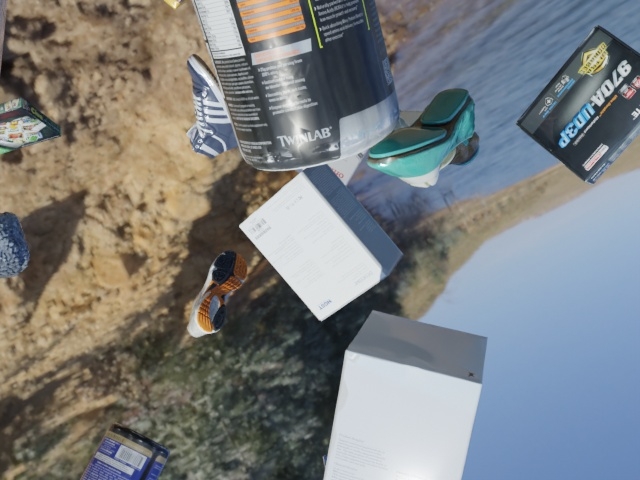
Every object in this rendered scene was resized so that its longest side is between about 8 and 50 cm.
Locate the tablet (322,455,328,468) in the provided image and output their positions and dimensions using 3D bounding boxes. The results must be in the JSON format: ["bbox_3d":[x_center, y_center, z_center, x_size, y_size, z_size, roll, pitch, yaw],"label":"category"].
[{"bbox_3d":[0.035,0.519,1.671,0.006,0.054,0.083,-62,-159,26],"label":"tablet"}]

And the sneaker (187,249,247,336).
[{"bbox_3d":[-0.285,0.139,1.965,0.121,0.099,0.262,-32,-153,47],"label":"sneaker"}]

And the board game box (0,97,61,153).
[{"bbox_3d":[-0.719,-0.237,1.635,0.259,0.030,0.136,-12,159,15],"label":"board game box"}]

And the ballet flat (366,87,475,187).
[{"bbox_3d":[0.142,-0.119,0.970,0.083,0.087,0.247,6,-149,33],"label":"ballet flat"}]

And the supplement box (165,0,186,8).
[{"bbox_3d":[-0.322,-0.660,1.646,0.194,0.191,0.129,-44,-167,30],"label":"supplement box"}]

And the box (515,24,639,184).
[{"bbox_3d":[0.482,-0.236,1.312,0.220,0.175,0.051,-52,152,20],"label":"box"}]

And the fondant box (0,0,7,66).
[{"bbox_3d":[-0.736,-0.462,1.431,0.238,0.330,0.096,4,167,-16],"label":"fondant box"}]

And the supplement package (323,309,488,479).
[{"bbox_3d":[0.133,0.278,1.156,0.199,0.263,0.198,12,-165,13],"label":"supplement package"}]

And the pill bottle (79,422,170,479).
[{"bbox_3d":[-0.370,0.447,1.319,0.219,0.122,0.123,-63,-168,-22],"label":"pill bottle"}]

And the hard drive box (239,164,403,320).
[{"bbox_3d":[0.000,0.000,1.333,0.181,0.232,0.089,-37,-175,34],"label":"hard drive box"}]

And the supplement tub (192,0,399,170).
[{"bbox_3d":[-0.039,-0.269,0.871,0.207,0.338,0.207,-13,-158,5],"label":"supplement tub"}]

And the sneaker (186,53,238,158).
[{"bbox_3d":[-0.304,-0.333,1.930,0.153,0.282,0.099,-30,-141,2],"label":"sneaker"}]

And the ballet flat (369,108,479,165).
[{"bbox_3d":[0.197,-0.237,1.629,0.116,0.124,0.342,-53,-147,-9],"label":"ballet flat"}]

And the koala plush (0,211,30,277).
[{"bbox_3d":[-0.476,-0.058,0.874,0.196,0.221,0.203,-9,174,43],"label":"koala plush"}]

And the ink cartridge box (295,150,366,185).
[{"bbox_3d":[0.041,-0.231,1.867,0.191,0.139,0.082,-60,177,-16],"label":"ink cartridge box"}]
